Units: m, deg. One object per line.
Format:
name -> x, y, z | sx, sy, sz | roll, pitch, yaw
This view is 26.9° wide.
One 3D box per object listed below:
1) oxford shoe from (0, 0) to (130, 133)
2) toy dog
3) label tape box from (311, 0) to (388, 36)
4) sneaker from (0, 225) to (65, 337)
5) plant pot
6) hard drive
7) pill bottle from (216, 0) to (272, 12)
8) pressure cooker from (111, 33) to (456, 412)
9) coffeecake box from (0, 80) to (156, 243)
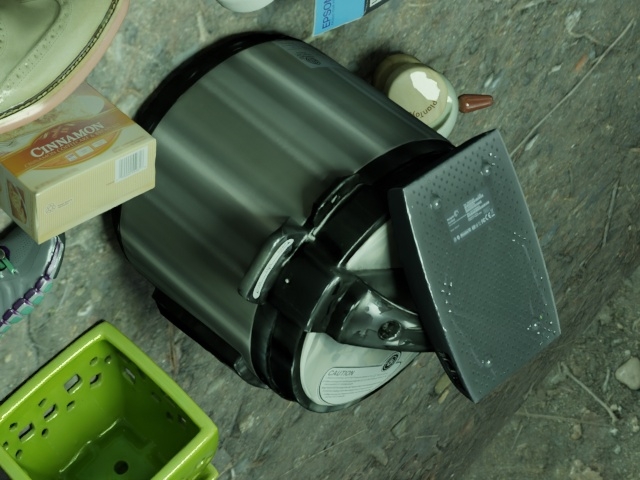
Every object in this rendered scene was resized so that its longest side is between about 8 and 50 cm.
oxford shoe -> -0.338, -0.168, 1.218 | 0.397, 0.140, 0.146 | -43, 134, -29
toy dog -> 0.138, -0.103, 1.845 | 0.161, 0.220, 0.333 | 8, 128, -8
label tape box -> 0.093, -0.424, 1.560 | 0.348, 0.115, 0.249 | -32, 146, -26
sneaker -> -0.374, 0.056, 1.480 | 0.223, 0.083, 0.098 | -53, 146, 6
plant pot -> -0.274, 0.282, 1.745 | 0.228, 0.227, 0.207 | -42, 157, -18
hard drive -> 0.163, 0.026, 1.436 | 0.172, 0.054, 0.254 | -33, 112, -34
pill bottle -> -0.116, -0.325, 1.362 | 0.121, 0.121, 0.221 | -51, 151, 1
pressure cooker -> 0.002, -0.005, 1.590 | 0.370, 0.420, 0.375 | -38, 149, -26
coffeecake box -> -0.276, -0.098, 1.328 | 0.142, 0.185, 0.068 | -30, 145, -34
